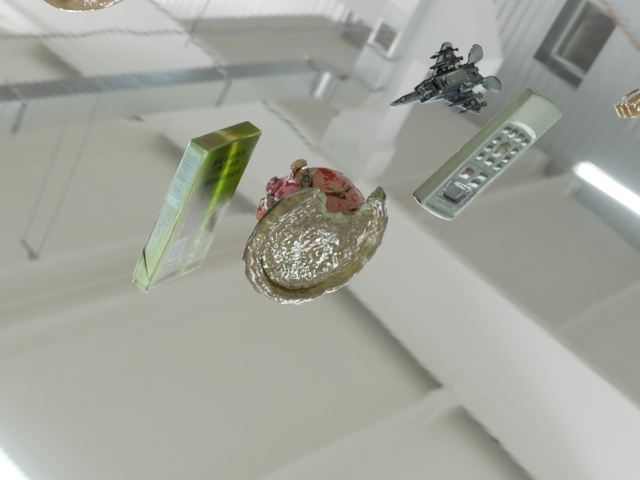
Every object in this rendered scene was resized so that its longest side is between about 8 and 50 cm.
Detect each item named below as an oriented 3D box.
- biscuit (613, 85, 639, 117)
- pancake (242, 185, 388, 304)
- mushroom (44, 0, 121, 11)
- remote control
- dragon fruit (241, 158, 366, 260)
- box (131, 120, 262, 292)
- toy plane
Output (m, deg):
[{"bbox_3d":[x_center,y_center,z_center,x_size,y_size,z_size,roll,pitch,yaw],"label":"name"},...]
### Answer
[{"bbox_3d":[0.588,-0.262,1.897,0.044,0.186,0.295,63,-151,0],"label":"biscuit"},{"bbox_3d":[0.000,0.000,1.954,0.033,0.286,0.288,50,176,37],"label":"pancake"},{"bbox_3d":[-0.466,-0.582,2.249,0.278,0.278,0.146,41,179,22],"label":"mushroom"},{"bbox_3d":[0.293,-0.148,1.956,0.123,0.285,0.038,23,-149,-53],"label":"remote control"},{"bbox_3d":[-0.024,-0.054,2.115,0.211,0.282,0.147,37,-138,-68],"label":"dragon fruit"},{"bbox_3d":[-0.218,-0.059,1.968,0.043,0.311,0.173,37,-149,16],"label":"box"},{"bbox_3d":[0.249,-0.321,2.320,0.246,0.078,0.169,-20,-100,-28],"label":"toy plane"}]
